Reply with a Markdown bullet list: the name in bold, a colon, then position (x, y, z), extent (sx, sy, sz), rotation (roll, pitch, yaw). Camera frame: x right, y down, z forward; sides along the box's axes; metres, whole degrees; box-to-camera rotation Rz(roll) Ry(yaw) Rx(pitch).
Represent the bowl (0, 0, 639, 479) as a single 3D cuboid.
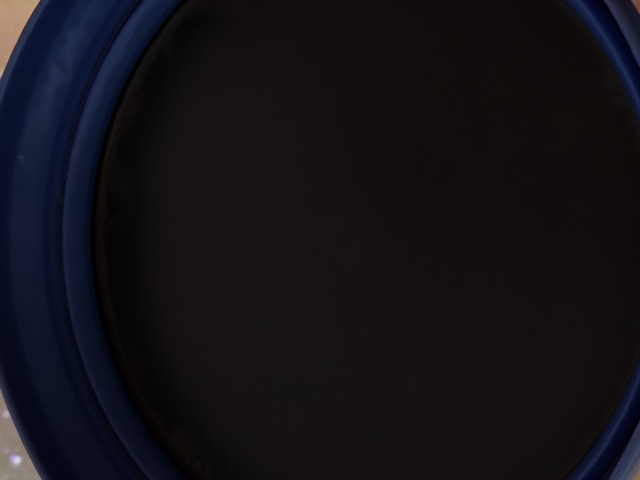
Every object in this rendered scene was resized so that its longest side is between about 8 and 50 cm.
- **bowl**: position (0.000, 0.000, 0.754), extent (0.391, 0.391, 0.077), rotation (29, -166, 27)
